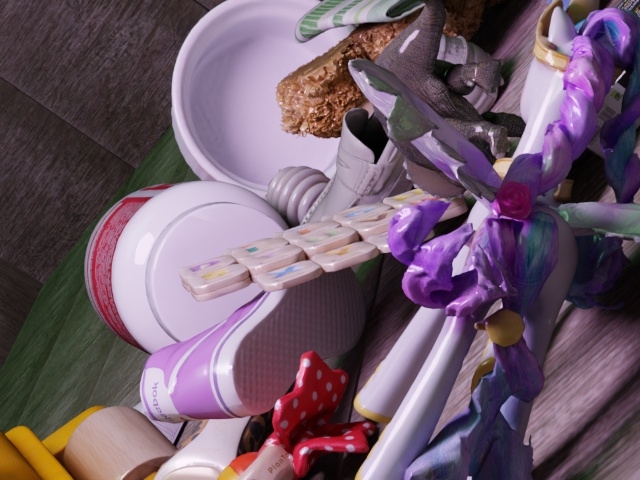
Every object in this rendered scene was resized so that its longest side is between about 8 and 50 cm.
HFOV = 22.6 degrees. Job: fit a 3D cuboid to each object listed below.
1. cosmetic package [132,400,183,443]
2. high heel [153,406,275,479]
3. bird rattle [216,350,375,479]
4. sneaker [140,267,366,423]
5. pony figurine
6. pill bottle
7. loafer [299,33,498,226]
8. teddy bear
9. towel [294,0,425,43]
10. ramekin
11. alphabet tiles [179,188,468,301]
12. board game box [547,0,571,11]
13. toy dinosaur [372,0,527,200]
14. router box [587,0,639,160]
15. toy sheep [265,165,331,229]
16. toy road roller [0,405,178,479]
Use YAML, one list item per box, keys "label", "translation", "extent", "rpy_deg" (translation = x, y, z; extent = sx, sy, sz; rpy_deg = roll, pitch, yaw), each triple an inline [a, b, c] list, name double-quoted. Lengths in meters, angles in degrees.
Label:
- label: "cosmetic package"
  translation: [-0.264, 0.289, 2.124]
  extent: [0.239, 0.060, 0.099]
  rpy_deg: [-38, 20, 53]
- label: "high heel"
  translation: [-0.098, 0.238, 1.722]
  extent: [0.186, 0.093, 0.261]
  rpy_deg: [15, -92, -70]
- label: "bird rattle"
  translation: [-0.060, 0.220, 1.461]
  extent: [0.253, 0.143, 0.207]
  rpy_deg: [-56, -3, -12]
- label: "sneaker"
  translation: [-0.075, 0.097, 1.591]
  extent: [0.161, 0.102, 0.282]
  rpy_deg: [-16, 8, 35]
- label: "pony figurine"
  translation: [0.133, 0.002, 1.074]
  extent: [0.351, 0.303, 0.363]
  rpy_deg: [-81, 12, -79]
- label: "pill bottle"
  translation: [-0.155, 0.041, 1.974]
  extent: [0.229, 0.229, 0.407]
  rpy_deg: [-58, 13, -7]
- label: "loafer"
  translation: [0.063, -0.103, 1.773]
  extent: [0.319, 0.111, 0.112]
  rpy_deg: [-51, 28, 25]
- label: "teddy bear"
  translation: [0.100, -0.220, 1.891]
  extent: [0.245, 0.113, 0.338]
  rpy_deg: [-21, 16, 43]
- label: "towel"
  translation: [0.111, -0.309, 1.885]
  extent: [0.248, 0.038, 0.325]
  rpy_deg: [-34, 15, -16]
- label: "ramekin"
  translation: [-0.065, -0.175, 2.096]
  extent: [0.277, 0.277, 0.135]
  rpy_deg: [-59, 6, -14]
- label: "alphabet tiles"
  translation: [0.000, 0.000, 1.609]
  extent: [0.284, 0.021, 0.278]
  rpy_deg: [-19, 9, -9]
- label: "board game box"
  translation: [0.293, -0.329, 1.588]
  extent: [0.201, 0.035, 0.136]
  rpy_deg: [-60, 2, 25]
- label: "toy dinosaur"
  translation: [0.109, -0.110, 1.460]
  extent: [0.160, 0.313, 0.121]
  rpy_deg: [9, 72, 34]
- label: "router box"
  translation: [0.276, -0.168, 1.349]
  extent: [0.179, 0.046, 0.133]
  rpy_deg: [-50, 15, 25]
- label: "toy sheep"
  translation: [-0.016, -0.047, 1.961]
  extent: [0.132, 0.091, 0.091]
  rpy_deg: [24, 78, 40]
- label: "toy road roller"
  translation: [-0.316, 0.271, 1.730]
  extent: [0.329, 0.240, 0.202]
  rpy_deg: [-34, 35, -17]
